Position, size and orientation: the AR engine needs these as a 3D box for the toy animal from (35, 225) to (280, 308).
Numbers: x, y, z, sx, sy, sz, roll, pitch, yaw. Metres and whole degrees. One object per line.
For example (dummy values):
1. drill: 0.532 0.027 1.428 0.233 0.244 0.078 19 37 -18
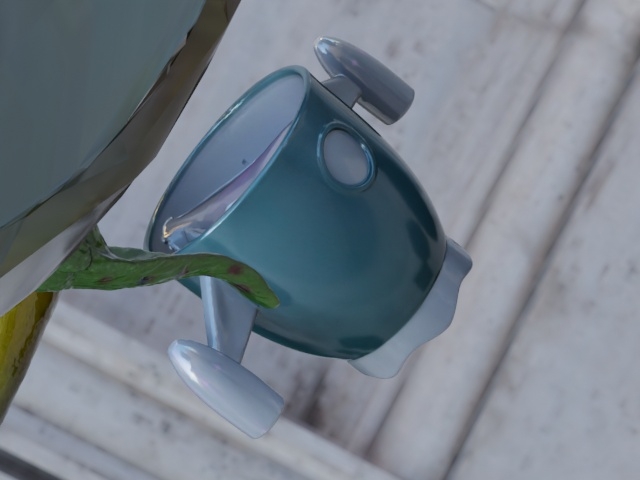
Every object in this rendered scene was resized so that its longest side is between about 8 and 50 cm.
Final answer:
1. toy animal: -0.083 -0.014 0.741 0.041 0.217 0.075 19 97 40

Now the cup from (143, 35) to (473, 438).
1. cup: 0.000 0.000 1.200 0.167 0.173 0.299 -27 31 48

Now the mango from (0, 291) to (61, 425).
1. mango: -0.227 0.009 1.156 0.176 0.119 0.317 -31 44 30

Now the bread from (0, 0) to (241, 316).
1. bread: -0.193 -0.048 0.433 0.264 0.239 0.395 19 68 36
